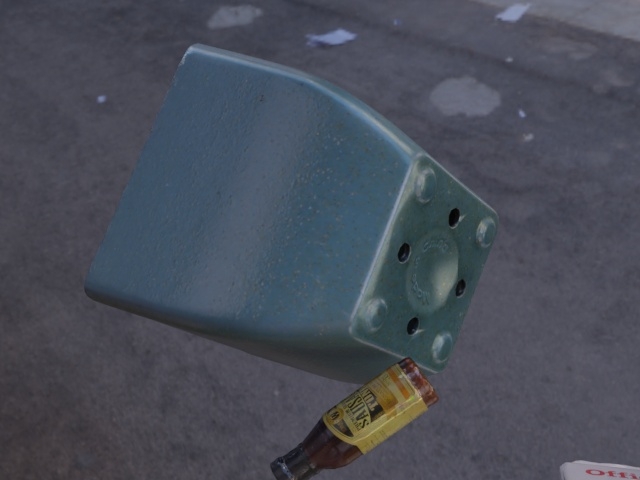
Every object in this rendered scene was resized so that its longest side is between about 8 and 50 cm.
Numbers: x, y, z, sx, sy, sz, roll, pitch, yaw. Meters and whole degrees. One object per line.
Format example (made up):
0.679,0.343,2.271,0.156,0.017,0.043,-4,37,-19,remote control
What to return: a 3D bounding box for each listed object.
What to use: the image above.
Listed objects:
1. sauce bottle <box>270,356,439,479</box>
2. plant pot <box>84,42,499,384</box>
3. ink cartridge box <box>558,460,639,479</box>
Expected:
0.023,0.135,0.550,0.128,0.042,0.042,-36,41,-4,sauce bottle
0.000,0.000,0.673,0.252,0.248,0.247,17,82,42,plant pot
0.325,0.306,0.672,0.207,0.117,0.283,3,5,12,ink cartridge box
